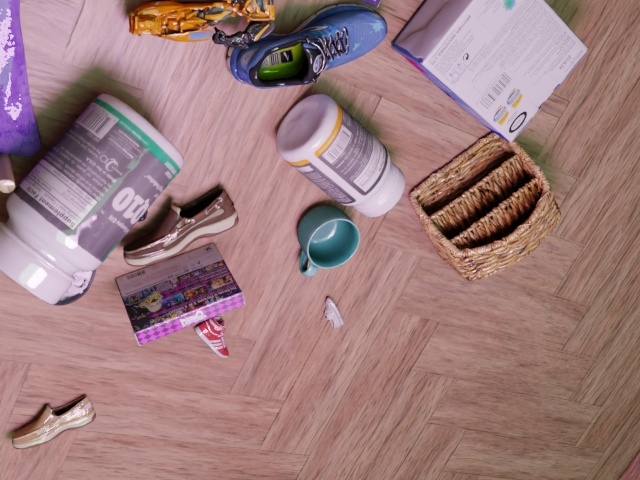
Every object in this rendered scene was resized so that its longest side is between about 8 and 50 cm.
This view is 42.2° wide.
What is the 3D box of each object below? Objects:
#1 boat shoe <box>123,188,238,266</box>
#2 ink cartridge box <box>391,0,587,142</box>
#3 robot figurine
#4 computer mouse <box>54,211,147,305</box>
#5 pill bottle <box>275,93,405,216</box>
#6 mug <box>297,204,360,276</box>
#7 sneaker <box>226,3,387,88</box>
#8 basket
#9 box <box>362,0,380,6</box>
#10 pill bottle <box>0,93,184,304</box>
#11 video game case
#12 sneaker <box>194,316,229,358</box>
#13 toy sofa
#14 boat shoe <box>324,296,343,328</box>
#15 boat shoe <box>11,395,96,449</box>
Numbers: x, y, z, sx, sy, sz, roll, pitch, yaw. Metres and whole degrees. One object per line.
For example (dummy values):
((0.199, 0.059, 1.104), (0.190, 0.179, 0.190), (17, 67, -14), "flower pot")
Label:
((-0.302, -0.037, 1.740), (0.257, 0.095, 0.095), (-27, 122, -21), "boat shoe")
((0.389, -0.402, 1.804), (0.395, 0.151, 0.270), (32, 103, -35), "ink cartridge box")
((-0.205, -0.452, 1.513), (0.291, 0.085, 0.211), (-8, 110, -19), "robot figurine")
((-0.491, 0.002, 1.687), (0.188, 0.072, 0.272), (28, 92, -33), "computer mouse")
((0.049, -0.173, 1.775), (0.162, 0.162, 0.278), (-48, 128, 7), "pill bottle")
((0.001, -0.008, 1.892), (0.157, 0.097, 0.129), (-29, 128, -6), "mug")
((-0.011, -0.366, 1.637), (0.330, 0.147, 0.130), (-23, 126, -13), "sneaker")
((0.399, -0.074, 1.970), (0.299, 0.213, 0.223), (-35, 129, -3), "basket")
((0.037, -0.556, 1.567), (0.207, 0.108, 0.153), (11, 114, -31), "box")
((-0.438, -0.074, 1.525), (0.361, 0.204, 0.204), (-51, 128, -8), "pill bottle")
((-0.299, 0.107, 1.747), (0.232, 0.210, 0.042), (-21, 126, -14), "video game case")
((-0.236, 0.227, 1.956), (0.067, 0.042, 0.118), (-37, 126, 3), "sneaker")
((-0.581, -0.271, 1.419), (0.177, 0.150, 0.363), (-8, 122, -20), "toy sofa")
((0.027, 0.183, 2.063), (0.035, 0.035, 0.100), (-31, 134, -9), "boat shoe")
((-0.611, 0.405, 1.880), (0.190, 0.068, 0.072), (-23, 115, -24), "boat shoe")
